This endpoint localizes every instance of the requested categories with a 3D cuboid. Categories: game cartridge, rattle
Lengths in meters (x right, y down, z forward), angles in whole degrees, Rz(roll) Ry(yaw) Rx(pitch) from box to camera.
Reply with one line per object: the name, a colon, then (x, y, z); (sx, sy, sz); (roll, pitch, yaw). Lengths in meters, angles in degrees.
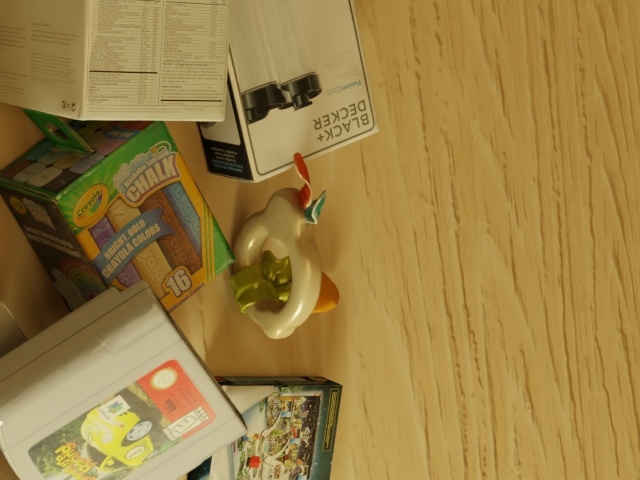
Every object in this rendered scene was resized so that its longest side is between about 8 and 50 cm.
game cartridge: (-0.192, 0.162, 1.416); (0.196, 0.060, 0.294); (-30, 147, -2)
rattle: (0.000, 0.000, 1.559); (0.143, 0.130, 0.199); (7, 120, -26)

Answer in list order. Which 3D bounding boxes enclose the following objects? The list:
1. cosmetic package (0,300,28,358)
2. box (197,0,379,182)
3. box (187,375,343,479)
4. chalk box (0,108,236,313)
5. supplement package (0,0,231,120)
cosmetic package: (-0.379, 0.127, 1.340); (0.238, 0.107, 0.127); (-42, 122, -26)
box: (-0.053, -0.221, 1.524); (0.169, 0.087, 0.290); (-23, 113, -31)
box: (-0.066, 0.262, 1.638); (0.159, 0.044, 0.233); (4, 97, -38)
chalk box: (-0.200, -0.039, 1.421); (0.132, 0.132, 0.213); (-39, 121, -25)
supplement package: (-0.189, -0.215, 1.354); (0.149, 0.194, 0.203); (-3, 102, -37)
